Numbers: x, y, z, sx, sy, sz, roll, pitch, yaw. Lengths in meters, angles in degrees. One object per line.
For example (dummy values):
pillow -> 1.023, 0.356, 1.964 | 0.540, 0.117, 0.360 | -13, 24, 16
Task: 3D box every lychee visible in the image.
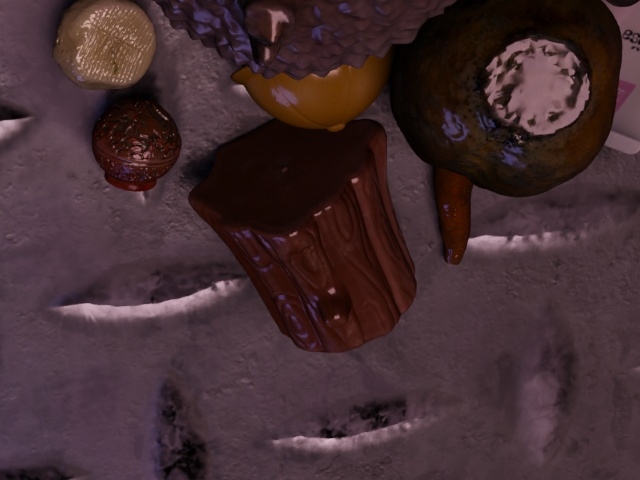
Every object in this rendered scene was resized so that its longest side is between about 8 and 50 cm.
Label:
lychee -> -0.023, -0.344, 1.593 | 0.380, 0.432, 0.380 | 4, 149, 3

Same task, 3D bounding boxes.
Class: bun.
bun -> -0.234, -0.214, 1.866 | 0.115, 0.069, 0.115 | -16, 118, -33

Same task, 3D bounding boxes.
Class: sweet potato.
sweet potato -> 0.161, -0.081, 2.076 | 0.057, 0.057, 0.264 | -5, 122, -15

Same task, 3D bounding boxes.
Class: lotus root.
lotus root -> 0.200, -0.168, 1.838 | 0.250, 0.346, 0.250 | 0, 94, -2

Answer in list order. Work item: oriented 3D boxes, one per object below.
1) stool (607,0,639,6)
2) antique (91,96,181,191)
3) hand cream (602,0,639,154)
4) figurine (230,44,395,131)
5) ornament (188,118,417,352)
stool -> 0.280, -0.441, 1.813 | 0.310, 0.226, 0.310 | 30, 108, -29
antique -> -0.202, -0.109, 1.916 | 0.104, 0.104, 0.104 | -8, 120, -14
hand cream -> 0.376, -0.265, 2.015 | 0.185, 0.118, 0.359 | 14, 120, -23
figurine -> -0.012, -0.242, 1.867 | 0.192, 0.167, 0.257 | -9, 119, 3
ornament -> 0.000, 0.000, 1.979 | 0.235, 0.221, 0.217 | -23, 127, 5
